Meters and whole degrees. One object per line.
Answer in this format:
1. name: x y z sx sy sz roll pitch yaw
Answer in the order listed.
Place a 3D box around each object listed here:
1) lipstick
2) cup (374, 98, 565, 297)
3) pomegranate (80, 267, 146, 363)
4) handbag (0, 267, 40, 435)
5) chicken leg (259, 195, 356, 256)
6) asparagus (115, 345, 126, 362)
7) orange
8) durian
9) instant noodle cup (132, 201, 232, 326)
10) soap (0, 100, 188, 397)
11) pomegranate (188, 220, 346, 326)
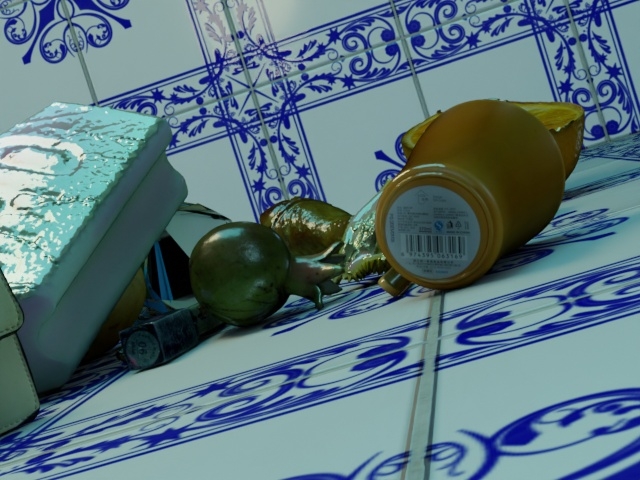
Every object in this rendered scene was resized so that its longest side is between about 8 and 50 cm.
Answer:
1. lipstick: -0.162 0.103 1.341 0.051 0.051 0.312 -19 2 17
2. cup: 0.147 -0.031 1.157 0.226 0.182 0.264 -53 -7 26
3. pomegranate: -0.375 0.081 1.529 0.233 0.233 0.233 -18 3 1
4. handbag: -0.456 0.119 0.962 0.160 0.236 0.358 -18 2 34
5. chicken leg: -0.015 -0.005 1.632 0.212 0.140 0.361 -10 -3 -17
6. asparagus: -0.210 0.129 1.332 0.036 0.030 0.165 13 13 19
7. orange: 0.289 -0.167 1.806 0.310 0.274 0.274 37 36 27
8. durian: 0.090 0.007 1.361 0.208 0.102 0.146 -43 25 -7
9. instant noodle cup: -0.252 0.033 1.716 0.240 0.240 0.178 -20 13 -38
10. soap: -0.380 0.015 1.330 0.261 0.156 0.446 10 46 18
11. pomegranate: -0.066 0.044 1.292 0.191 0.131 0.152 5 -3 -1
